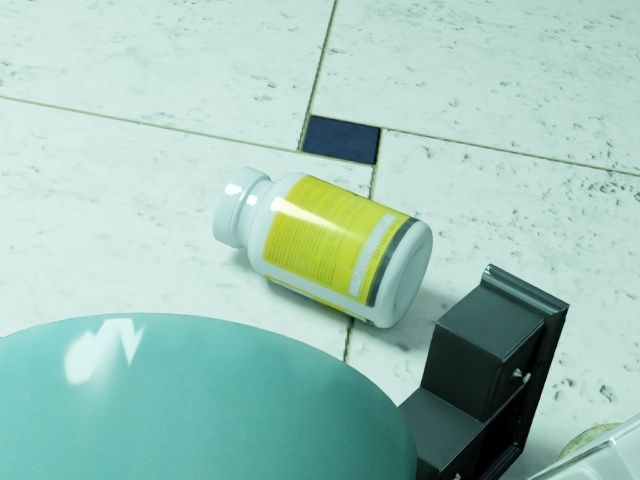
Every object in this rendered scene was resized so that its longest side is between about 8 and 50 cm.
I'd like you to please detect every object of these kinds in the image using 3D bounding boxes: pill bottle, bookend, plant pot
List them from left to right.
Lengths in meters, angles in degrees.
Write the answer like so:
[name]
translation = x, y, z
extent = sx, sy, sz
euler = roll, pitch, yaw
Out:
[plant pot]
translation = -0.089, 0.219, 0.702
extent = 0.293, 0.293, 0.235
euler = 6, 49, -6
[pill bottle]
translation = 0.000, 0.000, 1.169
extent = 0.184, 0.103, 0.103
euler = 23, 37, 17
[bookend]
translation = 0.103, 0.125, 0.975
extent = 0.072, 0.157, 0.156
euler = 28, 38, 24

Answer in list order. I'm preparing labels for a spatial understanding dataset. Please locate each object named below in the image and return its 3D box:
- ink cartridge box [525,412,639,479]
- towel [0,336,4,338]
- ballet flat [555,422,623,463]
[ink cartridge box]
translation = 0.299, 0.168, 0.821
extent = 0.270, 0.197, 0.198
euler = -25, 78, -19
[towel]
translation = -0.325, 0.139, 0.916
extent = 0.198, 0.031, 0.275
euler = 8, 33, 23
[ballet flat]
translation = 0.343, 0.193, 0.994
extent = 0.348, 0.123, 0.123
euler = 6, 35, -9
